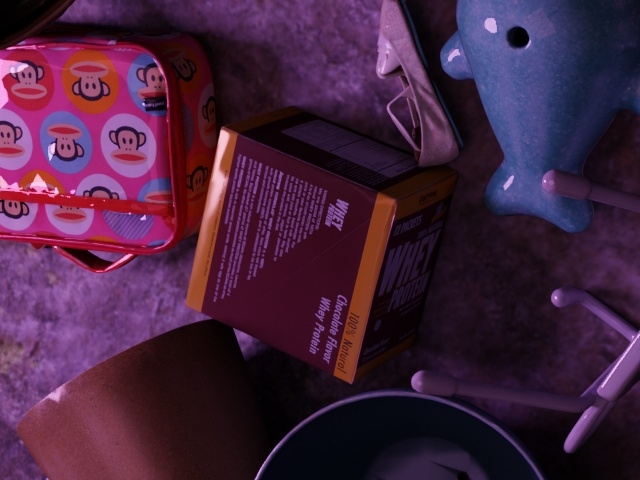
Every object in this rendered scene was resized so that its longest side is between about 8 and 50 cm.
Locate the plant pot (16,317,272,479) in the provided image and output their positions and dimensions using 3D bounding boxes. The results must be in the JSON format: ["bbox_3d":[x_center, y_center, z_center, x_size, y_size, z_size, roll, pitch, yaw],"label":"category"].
[{"bbox_3d":[-0.134,0.242,1.583,0.237,0.237,0.254,-38,74,33],"label":"plant pot"}]

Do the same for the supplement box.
[{"bbox_3d":[0.000,0.000,1.550,0.194,0.129,0.191,23,114,24],"label":"supplement box"}]

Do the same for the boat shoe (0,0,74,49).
[{"bbox_3d":[-0.229,-0.305,1.567,0.324,0.122,0.120,-43,46,20],"label":"boat shoe"}]

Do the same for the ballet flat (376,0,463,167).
[{"bbox_3d":[0.080,-0.147,1.499,0.052,0.057,0.168,-23,92,-3],"label":"ballet flat"}]

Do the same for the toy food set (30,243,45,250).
[{"bbox_3d":[-0.338,-0.035,1.808,0.122,0.019,0.078,42,121,5],"label":"toy food set"}]

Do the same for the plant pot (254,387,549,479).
[{"bbox_3d":[0.089,0.269,1.513,0.290,0.195,0.290,1,95,11],"label":"plant pot"}]

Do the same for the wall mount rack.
[{"bbox_3d":[0.234,0.031,1.315,0.130,0.304,0.350,38,119,15],"label":"wall mount rack"}]

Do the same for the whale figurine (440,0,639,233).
[{"bbox_3d":[0.191,-0.136,1.391,0.216,0.141,0.272,16,112,26],"label":"whale figurine"}]

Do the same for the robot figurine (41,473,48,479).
[{"bbox_3d":[-0.186,0.346,1.736,0.278,0.173,0.209,33,141,19],"label":"robot figurine"}]

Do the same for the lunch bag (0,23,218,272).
[{"bbox_3d":[-0.248,-0.091,1.679,0.293,0.120,0.258,5,110,25],"label":"lunch bag"}]
